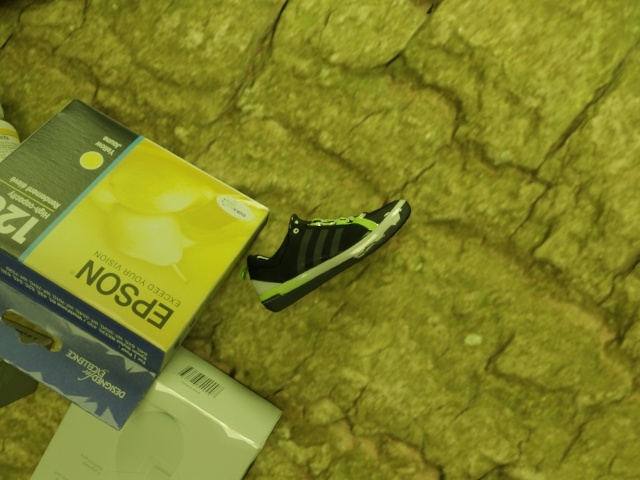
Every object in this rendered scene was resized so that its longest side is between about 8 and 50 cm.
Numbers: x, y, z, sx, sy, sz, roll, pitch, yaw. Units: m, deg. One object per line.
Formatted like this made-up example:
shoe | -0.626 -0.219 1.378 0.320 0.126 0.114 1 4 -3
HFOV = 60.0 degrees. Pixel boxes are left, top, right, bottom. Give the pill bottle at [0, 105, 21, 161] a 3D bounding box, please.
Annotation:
pill bottle | -0.455 -0.091 0.741 0.119 0.119 0.208 -18 89 8

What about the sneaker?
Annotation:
sneaker | 0.000 0.000 0.699 0.235 0.084 0.097 -33 86 8

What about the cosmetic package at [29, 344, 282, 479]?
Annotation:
cosmetic package | -0.207 0.271 0.711 0.224 0.138 0.224 32 95 6

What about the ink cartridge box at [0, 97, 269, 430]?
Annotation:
ink cartridge box | -0.269 0.007 0.662 0.303 0.072 0.307 30 58 2

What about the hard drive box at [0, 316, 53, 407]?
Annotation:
hard drive box | -0.497 0.154 0.700 0.181 0.232 0.089 22 94 6
